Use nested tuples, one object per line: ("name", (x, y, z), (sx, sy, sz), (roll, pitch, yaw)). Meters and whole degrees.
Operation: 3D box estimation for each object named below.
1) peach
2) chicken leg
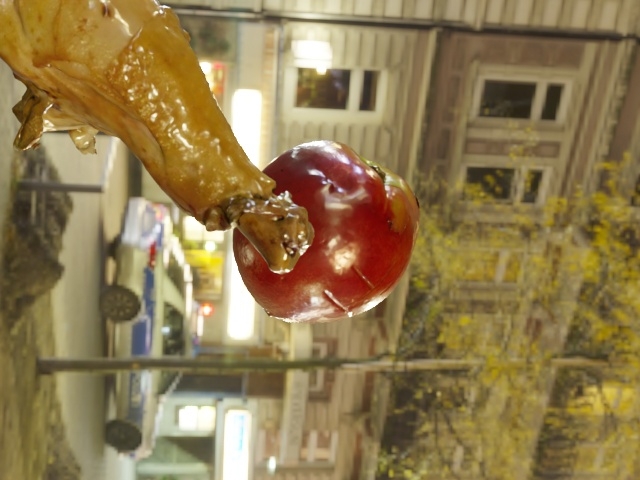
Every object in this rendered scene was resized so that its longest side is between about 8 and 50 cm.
("peach", (0.000, 0.000, 0.980), (0.197, 0.197, 0.197), (-178, -90, -83))
("chicken leg", (-0.086, -0.058, 0.467), (0.101, 0.207, 0.085), (-46, 172, 22))
